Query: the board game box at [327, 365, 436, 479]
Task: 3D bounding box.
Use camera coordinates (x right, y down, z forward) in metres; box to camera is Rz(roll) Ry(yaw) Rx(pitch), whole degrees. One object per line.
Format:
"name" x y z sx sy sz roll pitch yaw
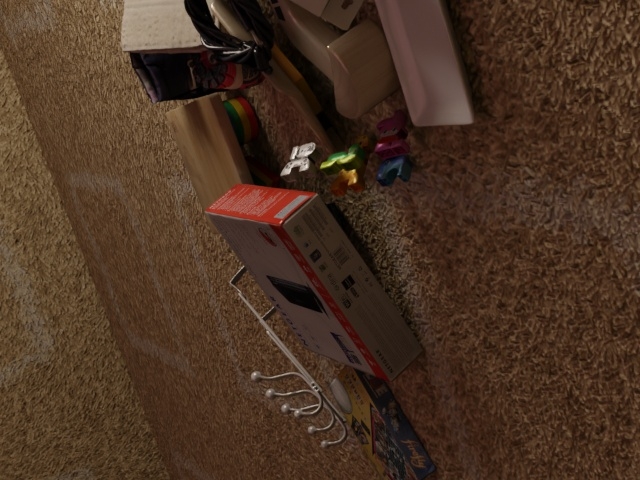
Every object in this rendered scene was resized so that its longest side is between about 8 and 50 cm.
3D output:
"board game box" 0.108 0.341 2.021 0.243 0.042 0.165 60 156 13

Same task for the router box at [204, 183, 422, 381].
"router box" -0.015 0.065 1.848 0.335 0.082 0.301 55 160 -21

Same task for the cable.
"cable" -0.136 -0.308 1.521 0.184 0.047 0.151 38 160 31

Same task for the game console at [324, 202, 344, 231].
"game console" 0.000 0.000 1.877 0.107 0.071 0.122 -108 10 -52

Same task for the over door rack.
"over door rack" -0.075 0.235 2.100 0.324 0.108 0.239 60 179 27

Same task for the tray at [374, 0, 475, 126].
"tray" 0.128 -0.277 1.401 0.145 0.030 0.271 11 122 63

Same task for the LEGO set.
"LEGO set" 0.061 -0.130 1.614 0.227 0.093 0.087 -10 142 40

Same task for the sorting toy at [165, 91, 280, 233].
"sorting toy" -0.171 -0.149 2.081 0.255 0.089 0.257 -2 110 65

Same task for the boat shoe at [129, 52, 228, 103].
"boat shoe" -0.283 -0.408 1.979 0.127 0.158 0.341 2 114 64

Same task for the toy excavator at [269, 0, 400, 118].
"toy excavator" -0.086 -0.414 1.560 0.433 0.222 0.445 30 152 52

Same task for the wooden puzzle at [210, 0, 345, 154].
"wooden puzzle" -0.056 -0.252 1.686 0.221 0.044 0.238 53 -175 27

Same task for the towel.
"towel" -0.234 -0.402 1.803 0.282 0.049 0.187 8 96 46

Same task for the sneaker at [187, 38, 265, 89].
"sneaker" -0.181 -0.386 1.862 0.120 0.112 0.299 -29 72 43

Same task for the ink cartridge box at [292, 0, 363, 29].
"ink cartridge box" -0.019 -0.354 1.379 0.181 0.104 0.061 29 145 -5
